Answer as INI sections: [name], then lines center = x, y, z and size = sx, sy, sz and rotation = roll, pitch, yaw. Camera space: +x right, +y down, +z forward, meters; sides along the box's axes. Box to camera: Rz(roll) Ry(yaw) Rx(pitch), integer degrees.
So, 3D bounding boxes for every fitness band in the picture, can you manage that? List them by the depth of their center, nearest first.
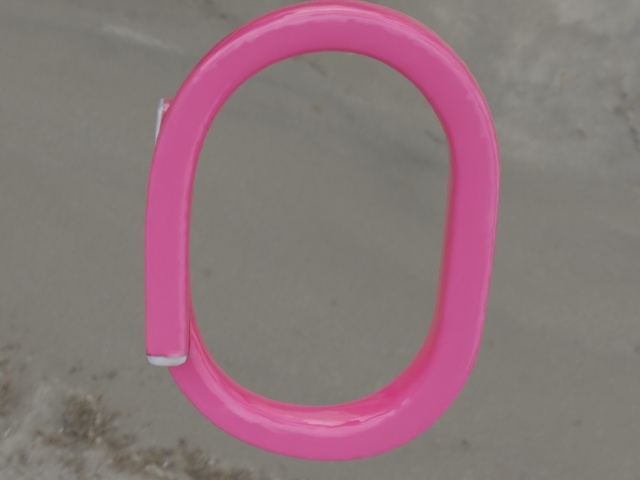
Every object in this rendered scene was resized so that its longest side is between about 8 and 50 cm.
[fitness band]
center = 0.000, 0.000, 0.899
size = 0.209, 0.290, 0.054
rotation = 3, 21, -2
